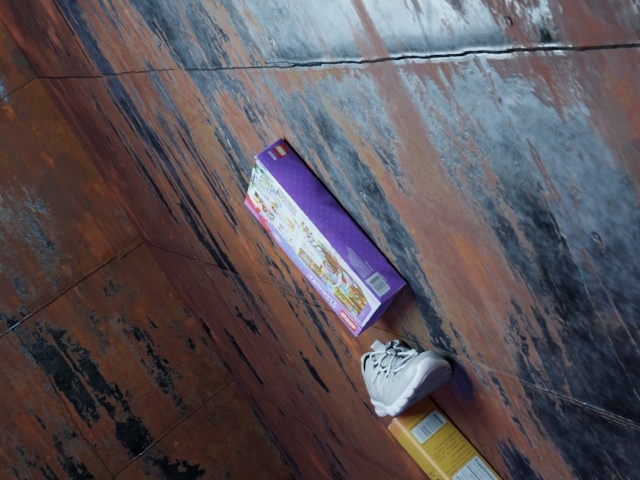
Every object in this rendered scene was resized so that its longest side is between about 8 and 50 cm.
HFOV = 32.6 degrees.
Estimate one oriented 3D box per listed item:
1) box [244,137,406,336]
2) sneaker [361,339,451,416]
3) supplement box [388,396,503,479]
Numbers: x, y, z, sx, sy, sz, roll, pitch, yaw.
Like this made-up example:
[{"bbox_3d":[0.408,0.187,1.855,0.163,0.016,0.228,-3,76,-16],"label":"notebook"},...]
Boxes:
[{"bbox_3d":[0.000,0.000,1.702,0.293,0.057,0.201,50,161,9],"label":"box"},{"bbox_3d":[0.115,0.209,1.735,0.115,0.105,0.281,57,159,6],"label":"sneaker"},{"bbox_3d":[0.218,0.369,1.821,0.233,0.080,0.078,50,162,14],"label":"supplement box"}]
